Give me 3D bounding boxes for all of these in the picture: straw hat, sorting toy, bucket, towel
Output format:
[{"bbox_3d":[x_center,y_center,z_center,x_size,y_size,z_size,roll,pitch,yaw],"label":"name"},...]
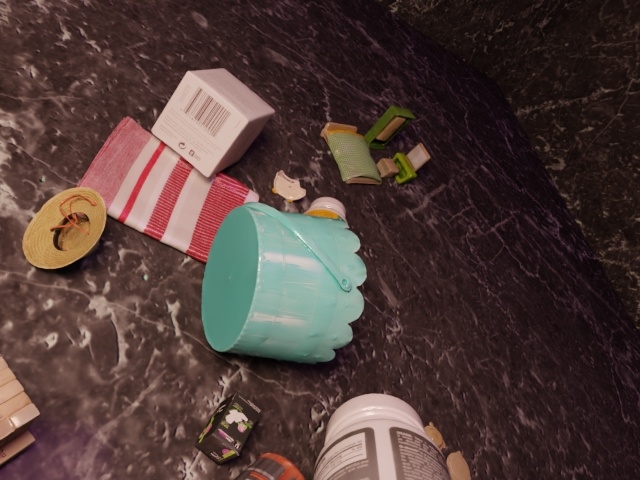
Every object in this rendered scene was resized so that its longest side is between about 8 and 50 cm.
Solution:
[{"bbox_3d":[-0.381,-0.007,0.804,0.061,0.145,0.144,70,4,-59],"label":"straw hat"},{"bbox_3d":[-0.078,-0.138,1.238,0.083,0.045,0.075,32,33,-18],"label":"sorting toy"},{"bbox_3d":[-0.075,0.073,0.874,0.183,0.281,0.281,12,49,-31],"label":"bucket"},{"bbox_3d":[-0.275,-0.086,1.002,0.329,0.037,0.237,30,41,-22],"label":"towel"}]

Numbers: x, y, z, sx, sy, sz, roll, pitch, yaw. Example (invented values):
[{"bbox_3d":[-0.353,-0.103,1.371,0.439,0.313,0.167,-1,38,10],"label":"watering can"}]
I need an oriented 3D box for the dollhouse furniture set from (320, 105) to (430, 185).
[{"bbox_3d":[0.174,-0.284,1.517,0.302,0.151,0.197,-4,61,-46],"label":"dollhouse furniture set"}]

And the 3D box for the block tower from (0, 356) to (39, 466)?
[{"bbox_3d":[-0.461,0.118,0.594,0.335,0.097,0.091,52,38,4],"label":"block tower"}]

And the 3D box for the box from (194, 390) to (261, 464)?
[{"bbox_3d":[-0.140,0.285,0.781,0.052,0.062,0.083,43,37,-9],"label":"box"}]

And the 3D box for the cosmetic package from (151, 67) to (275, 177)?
[{"bbox_3d":[-0.217,-0.251,1.070,0.151,0.151,0.183,40,23,-3],"label":"cosmetic package"}]

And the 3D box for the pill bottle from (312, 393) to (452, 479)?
[{"bbox_3d":[0.091,0.386,0.713,0.210,0.210,0.363,41,13,-9],"label":"pill bottle"}]

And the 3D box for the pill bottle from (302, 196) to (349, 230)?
[{"bbox_3d":[0.000,0.000,1.124,0.118,0.117,0.208,34,39,-17],"label":"pill bottle"}]

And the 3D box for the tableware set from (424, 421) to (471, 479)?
[{"bbox_3d":[0.232,0.449,1.032,0.169,0.020,0.141,-14,66,-48],"label":"tableware set"}]

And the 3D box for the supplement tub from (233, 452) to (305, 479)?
[{"bbox_3d":[-0.108,0.385,0.688,0.106,0.106,0.198,54,37,8],"label":"supplement tub"}]
